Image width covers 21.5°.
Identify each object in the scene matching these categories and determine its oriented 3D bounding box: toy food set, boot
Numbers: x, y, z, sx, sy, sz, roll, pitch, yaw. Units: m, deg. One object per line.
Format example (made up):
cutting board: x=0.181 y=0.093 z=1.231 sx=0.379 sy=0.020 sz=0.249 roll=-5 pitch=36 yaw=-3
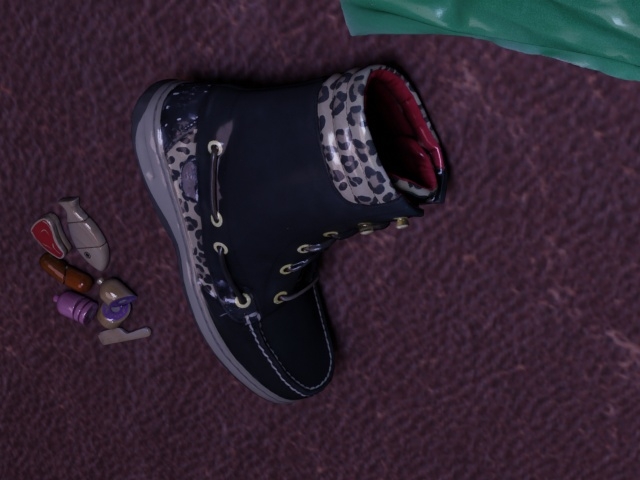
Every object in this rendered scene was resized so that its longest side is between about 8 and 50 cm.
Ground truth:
toy food set: x=-0.177 y=0.028 z=1.237 sx=0.078 sy=0.019 sz=0.122 roll=-13 pitch=114 yaw=42
boot: x=-0.001 y=0.000 z=1.041 sx=0.179 sy=0.085 sz=0.236 roll=-6 pitch=119 yaw=36

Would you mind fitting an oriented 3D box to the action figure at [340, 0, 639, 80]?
action figure: x=0.124 y=-0.137 z=0.856 sx=0.232 sy=0.063 sz=0.137 roll=23 pitch=132 yaw=26
